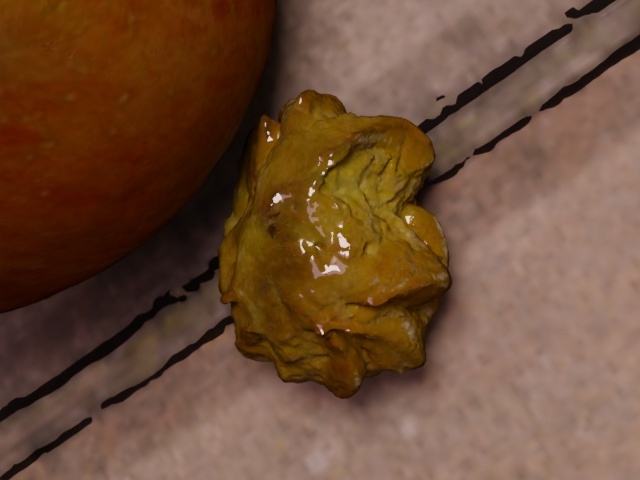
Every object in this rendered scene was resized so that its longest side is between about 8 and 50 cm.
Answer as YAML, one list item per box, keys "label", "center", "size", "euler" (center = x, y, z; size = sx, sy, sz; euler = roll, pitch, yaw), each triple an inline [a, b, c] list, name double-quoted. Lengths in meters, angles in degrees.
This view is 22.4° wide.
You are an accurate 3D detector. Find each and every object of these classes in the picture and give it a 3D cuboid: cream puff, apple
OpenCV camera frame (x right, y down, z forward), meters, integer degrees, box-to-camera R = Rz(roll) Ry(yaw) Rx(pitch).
- label: "cream puff"
  center: [0.000, 0.000, 0.455]
  size: [0.083, 0.058, 0.083]
  euler: [31, 101, 21]
- label: "apple"
  center: [-0.114, -0.071, 0.441]
  size: [0.196, 0.196, 0.196]
  euler: [-1, 88, 21]
